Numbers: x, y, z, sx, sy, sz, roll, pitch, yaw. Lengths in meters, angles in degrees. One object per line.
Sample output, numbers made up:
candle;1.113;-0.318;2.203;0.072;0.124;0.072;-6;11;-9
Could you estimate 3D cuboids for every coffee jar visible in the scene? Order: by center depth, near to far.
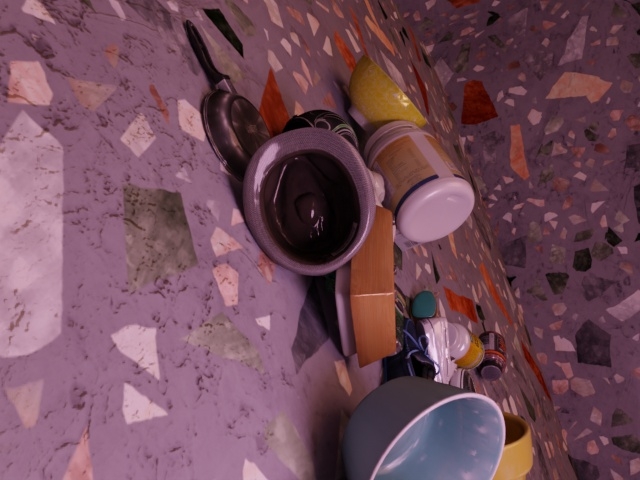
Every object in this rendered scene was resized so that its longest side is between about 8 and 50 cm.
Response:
coffee jar;0.156;0.181;1.322;0.096;0.079;0.184;51;30;-24

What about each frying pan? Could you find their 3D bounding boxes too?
frying pan;-0.166;-0.268;1.097;0.197;0.053;0.327;18;58;-59

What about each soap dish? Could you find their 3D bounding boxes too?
soap dish;0.103;0.084;1.166;0.291;0.118;0.229;-84;169;-47

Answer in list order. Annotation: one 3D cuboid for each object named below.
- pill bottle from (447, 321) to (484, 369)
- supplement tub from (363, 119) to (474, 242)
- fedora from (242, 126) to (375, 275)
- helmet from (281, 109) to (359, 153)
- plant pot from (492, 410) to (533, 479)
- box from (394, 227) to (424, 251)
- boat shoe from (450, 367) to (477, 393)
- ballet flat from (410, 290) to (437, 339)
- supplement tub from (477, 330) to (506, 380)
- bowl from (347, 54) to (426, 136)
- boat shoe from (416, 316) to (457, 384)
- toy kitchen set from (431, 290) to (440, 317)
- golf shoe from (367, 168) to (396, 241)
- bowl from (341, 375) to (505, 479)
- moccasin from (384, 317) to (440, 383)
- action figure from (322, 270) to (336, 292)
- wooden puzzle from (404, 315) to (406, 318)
pill bottle;0.409;0.314;1.666;0.208;0.117;0.118;35;40;-48
supplement tub;0.270;-0.175;1.579;0.228;0.228;0.316;37;22;-47
fedora;-0.025;-0.075;1.057;0.124;0.243;0.276;-132;-161;-76
helmet;0.006;-0.210;1.248;0.161;0.169;0.170;-10;78;-47
plant pot;0.364;0.546;1.270;0.254;0.253;0.239;-9;92;-64
box;0.272;-0.040;1.701;0.102;0.101;0.087;46;32;-38
boat shoe;0.464;0.529;1.598;0.121;0.119;0.336;36;40;-48
ballet flat;0.293;0.242;1.574;0.232;0.079;0.073;-71;161;-51
supplement tub;0.625;0.426;2.016;0.106;0.106;0.198;60;27;-16
bowl;0.178;-0.417;1.723;0.289;0.156;0.289;44;12;-12
boat shoe;0.313;0.324;1.430;0.095;0.084;0.259;-141;-139;-73
toy kitchen set;0.345;0.198;1.691;0.083;0.068;0.075;12;60;-60
golf shoe;0.107;-0.084;1.426;0.140;0.115;0.306;34;33;-37
bowl;0.159;0.370;0.985;0.311;0.311;0.163;48;-10;-36
moccasin;0.224;0.318;1.299;0.138;0.116;0.342;52;28;-31
action figure;0.000;0.000;1.181;0.137;0.063;0.233;-9;84;-66
wooden puzzle;0.213;0.210;1.487;0.116;0.014;0.079;53;29;-28
